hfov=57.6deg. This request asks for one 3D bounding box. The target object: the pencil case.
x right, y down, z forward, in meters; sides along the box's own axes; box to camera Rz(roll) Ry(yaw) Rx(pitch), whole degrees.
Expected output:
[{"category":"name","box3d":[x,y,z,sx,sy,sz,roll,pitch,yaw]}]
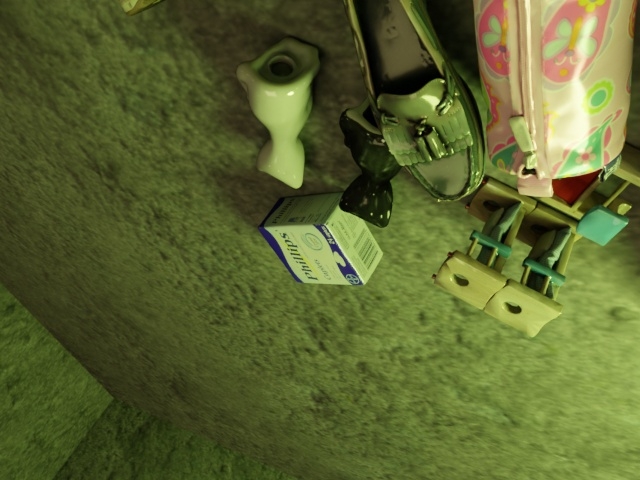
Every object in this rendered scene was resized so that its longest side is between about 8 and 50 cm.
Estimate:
[{"category":"pencil case","box3d":[0.178,-0.173,0.454,0.124,0.124,0.284,10,140,31]}]

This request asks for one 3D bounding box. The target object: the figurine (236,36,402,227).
[{"category":"figurine","box3d":[0.006,-0.114,0.710,0.214,0.092,0.209,26,150,12]}]

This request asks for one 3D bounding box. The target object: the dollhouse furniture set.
[{"category":"dollhouse furniture set","box3d":[0.222,-0.016,0.609,0.129,0.129,0.184,28,148,7]}]

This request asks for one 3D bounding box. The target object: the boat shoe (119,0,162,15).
[{"category":"boat shoe","box3d":[-0.175,-0.305,0.630,0.190,0.068,0.072,-3,121,42]}]

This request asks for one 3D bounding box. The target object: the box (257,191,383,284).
[{"category":"box","box3d":[0.000,0.000,0.867,0.137,0.072,0.126,-1,133,42]}]

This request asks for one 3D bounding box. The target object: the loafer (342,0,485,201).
[{"category":"loafer","box3d":[0.071,-0.151,0.522,0.096,0.084,0.268,-18,103,27]}]
